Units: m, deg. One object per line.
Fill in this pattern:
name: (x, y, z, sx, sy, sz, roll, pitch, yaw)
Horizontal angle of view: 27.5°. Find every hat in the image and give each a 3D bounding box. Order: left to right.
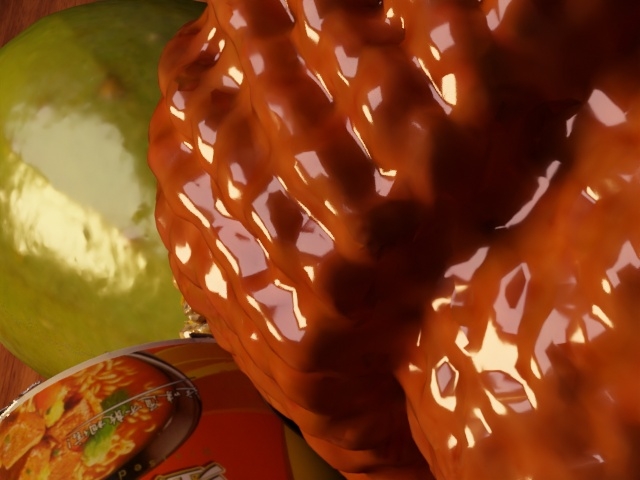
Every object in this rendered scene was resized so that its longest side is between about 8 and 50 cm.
hat: (0.105, 0.018, 0.400, 0.285, 0.285, 0.400, -53, 32, 15)

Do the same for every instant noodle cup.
instant noodle cup: (-0.057, 0.155, 0.559, 0.213, 0.213, 0.174, -46, 48, 28)

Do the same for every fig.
fig: (-0.080, -0.009, 0.794, 0.326, 0.258, 0.258, 36, 96, 43)

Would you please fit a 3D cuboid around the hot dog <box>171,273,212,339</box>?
hot dog: (0.000, 0.000, 0.627, 0.165, 0.071, 0.045, -31, 40, -33)
